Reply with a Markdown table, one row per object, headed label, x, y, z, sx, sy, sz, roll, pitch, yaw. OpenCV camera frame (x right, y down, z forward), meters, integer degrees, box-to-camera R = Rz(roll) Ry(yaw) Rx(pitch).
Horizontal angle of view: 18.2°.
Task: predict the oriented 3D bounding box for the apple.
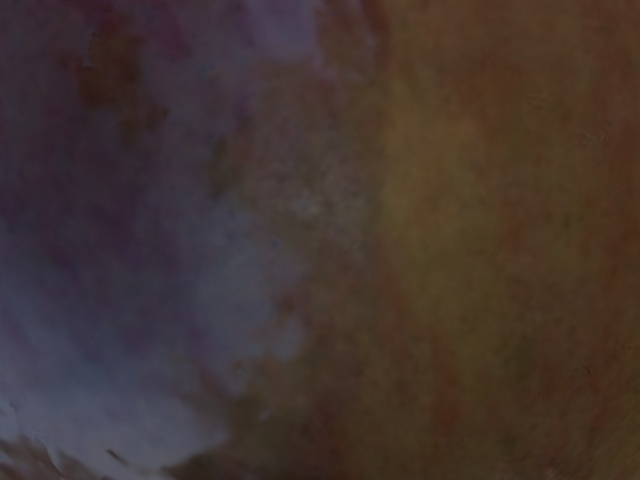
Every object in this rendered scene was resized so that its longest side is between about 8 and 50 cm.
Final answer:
| label | x | y | z | sx | sy | sz | roll | pitch | yaw |
| --- | --- | --- | --- | --- | --- | --- | --- | --- | --- |
| apple | 0.000 | 0.000 | 0.672 | 0.269 | 0.344 | 0.345 | 60 | 142 | 17 |
